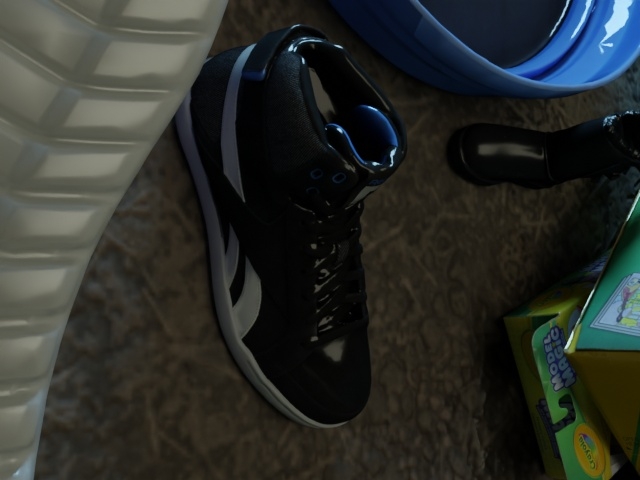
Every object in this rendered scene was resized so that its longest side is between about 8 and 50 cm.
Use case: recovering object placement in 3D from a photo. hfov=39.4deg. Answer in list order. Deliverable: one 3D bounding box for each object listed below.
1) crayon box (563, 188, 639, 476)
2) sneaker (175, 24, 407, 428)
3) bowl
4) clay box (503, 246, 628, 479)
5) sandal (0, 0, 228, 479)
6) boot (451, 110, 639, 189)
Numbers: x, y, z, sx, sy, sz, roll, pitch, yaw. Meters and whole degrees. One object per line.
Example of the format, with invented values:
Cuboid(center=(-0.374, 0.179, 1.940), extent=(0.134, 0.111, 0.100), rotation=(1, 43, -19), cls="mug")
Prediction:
Cuboid(center=(0.354, 0.062, 0.690), extent=(0.313, 0.106, 0.363), rotation=(54, 52, -23), cls="crayon box")
Cuboid(center=(0.000, 0.000, 0.456), extent=(0.079, 0.121, 0.216), rotation=(-26, 100, -38), cls="sneaker")
Cuboid(center=(0.109, -0.284, 0.618), extent=(0.391, 0.077, 0.390), rotation=(6, 80, -39), cls="bowl")
Cuboid(center=(0.215, 0.085, 0.668), extent=(0.222, 0.053, 0.127), rotation=(-23, 99, -40), cls="clay box")
Cuboid(center=(-0.156, -0.032, 0.354), extent=(0.169, 0.102, 0.416), rotation=(21, 83, -21), cls="sandal")
Cuboid(center=(0.165, -0.064, 0.617), extent=(0.121, 0.099, 0.045), rotation=(8, 77, -39), cls="boot")
